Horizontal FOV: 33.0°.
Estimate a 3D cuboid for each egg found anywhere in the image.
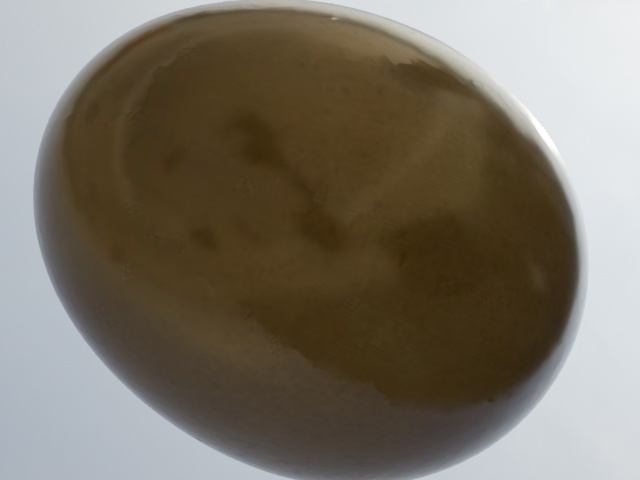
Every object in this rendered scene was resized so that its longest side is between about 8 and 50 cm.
[{"bbox_3d":[0.000,0.000,0.585,0.250,0.322,0.250,-27,-131,36],"label":"egg"}]
